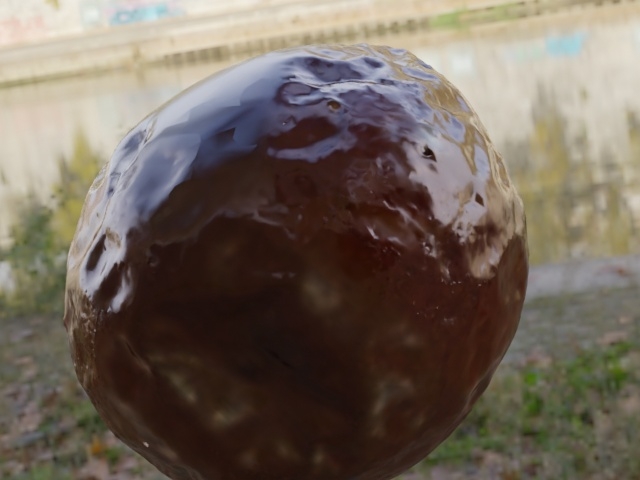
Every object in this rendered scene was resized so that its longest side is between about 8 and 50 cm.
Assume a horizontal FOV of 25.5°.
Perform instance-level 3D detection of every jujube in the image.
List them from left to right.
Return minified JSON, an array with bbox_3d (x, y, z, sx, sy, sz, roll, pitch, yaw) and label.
[{"bbox_3d":[0.000,0.000,0.598,0.190,0.190,0.255,-5,18,22],"label":"jujube"}]
